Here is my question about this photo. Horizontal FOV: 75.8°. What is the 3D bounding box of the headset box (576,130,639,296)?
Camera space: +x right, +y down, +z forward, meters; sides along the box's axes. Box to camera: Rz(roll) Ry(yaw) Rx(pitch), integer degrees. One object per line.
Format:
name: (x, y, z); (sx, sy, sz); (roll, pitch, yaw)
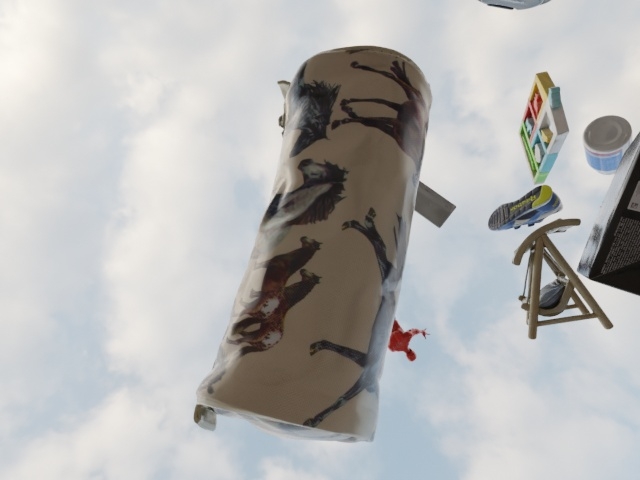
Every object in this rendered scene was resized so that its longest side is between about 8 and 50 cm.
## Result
headset box: (0.458, -0.034, 0.571); (0.110, 0.293, 0.218); (21, -82, 28)

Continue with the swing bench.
swing bench: (0.563, 0.088, 1.013); (0.165, 0.253, 0.254); (-15, -100, 23)

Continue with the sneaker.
sneaker: (0.385, -0.049, 0.778); (0.059, 0.144, 0.053); (25, -120, -22)

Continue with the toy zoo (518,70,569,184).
toy zoo: (0.588, -0.302, 1.091); (0.030, 0.293, 0.192); (-9, -115, 12)

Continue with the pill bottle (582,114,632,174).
pill bottle: (0.903, -0.288, 1.293); (0.124, 0.221, 0.124); (-13, -113, 33)

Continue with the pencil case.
pencil case: (0.000, 0.000, 0.434); (0.184, 0.160, 0.410); (2, -113, 28)

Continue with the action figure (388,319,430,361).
action figure: (0.208, 0.222, 1.194); (0.091, 0.139, 0.280); (-43, -122, 23)

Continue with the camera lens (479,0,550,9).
camera lens: (0.481, -0.710, 0.960); (0.220, 0.219, 0.274); (8, -75, -3)

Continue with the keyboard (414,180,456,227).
keyboard: (0.226, -0.135, 1.071); (0.256, 0.014, 0.072); (38, -84, 12)
